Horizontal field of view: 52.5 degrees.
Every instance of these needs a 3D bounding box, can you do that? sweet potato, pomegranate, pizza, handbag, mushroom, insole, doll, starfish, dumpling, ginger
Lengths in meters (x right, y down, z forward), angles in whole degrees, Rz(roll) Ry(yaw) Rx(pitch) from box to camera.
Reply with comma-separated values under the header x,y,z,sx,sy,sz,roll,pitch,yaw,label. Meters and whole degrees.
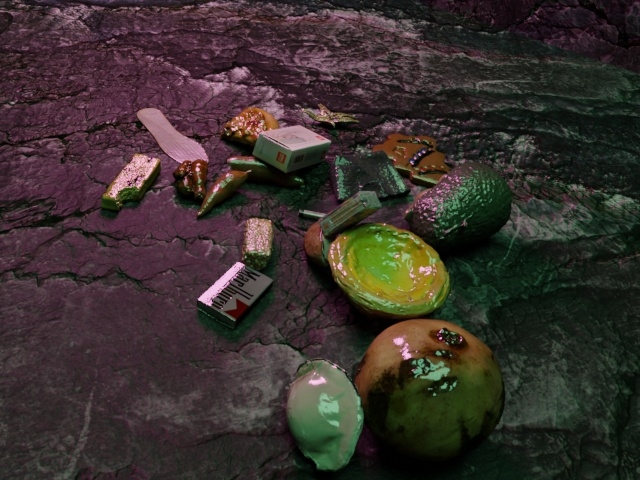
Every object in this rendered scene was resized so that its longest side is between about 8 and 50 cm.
x,y,z,sx,sy,sz,roll,pitch,yaw,label
-0.293,-0.142,1.885,0.068,0.068,0.226,33,58,20,sweet potato
0.230,0.312,1.381,0.321,0.322,0.322,8,42,-7,pomegranate
-0.170,-0.212,1.990,0.243,0.077,0.077,10,41,-14,sweet potato
-0.235,-0.374,2.129,0.197,0.058,0.292,-9,35,-7,pizza
0.145,-0.194,2.057,0.270,0.089,0.175,-10,56,-25,handbag
-0.001,-0.001,1.790,0.072,0.094,0.210,47,34,-21,mushroom
-0.476,-0.330,2.072,0.119,0.009,0.348,-24,54,-34,insole
0.397,-0.086,1.910,0.349,0.247,0.247,-32,59,-32,doll
0.032,-0.440,2.307,0.223,0.050,0.217,9,34,-24,starfish
0.018,0.352,1.357,0.142,0.172,0.247,16,37,-43,dumpling
-0.380,-0.185,1.893,0.103,0.073,0.162,3,44,-12,ginger

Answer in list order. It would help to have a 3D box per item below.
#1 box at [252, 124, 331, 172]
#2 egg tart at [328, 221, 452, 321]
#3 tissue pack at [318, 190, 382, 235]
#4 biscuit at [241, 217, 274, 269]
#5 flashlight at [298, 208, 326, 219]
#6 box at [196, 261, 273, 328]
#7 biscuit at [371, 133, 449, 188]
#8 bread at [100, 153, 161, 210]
x,y,z,sx,sy,sz,roll,pitch,yaw,label
-0.086,-0.292,2.033,0.135,0.079,0.269,30,25,18,box
0.174,0.095,1.701,0.345,0.133,0.345,8,41,-7,egg tart
0.080,-0.072,1.743,0.108,0.148,0.060,-7,66,-61,tissue pack
-0.168,0.006,1.750,0.082,0.070,0.169,12,39,-13,biscuit
-0.024,-0.075,1.915,0.083,0.018,0.018,10,41,-5,flashlight
-0.211,0.133,1.623,0.115,0.036,0.177,28,43,14,box
0.337,-0.275,2.218,0.278,0.043,0.301,-19,52,-32,biscuit
-0.535,-0.164,1.845,0.088,0.049,0.226,16,42,1,bread
